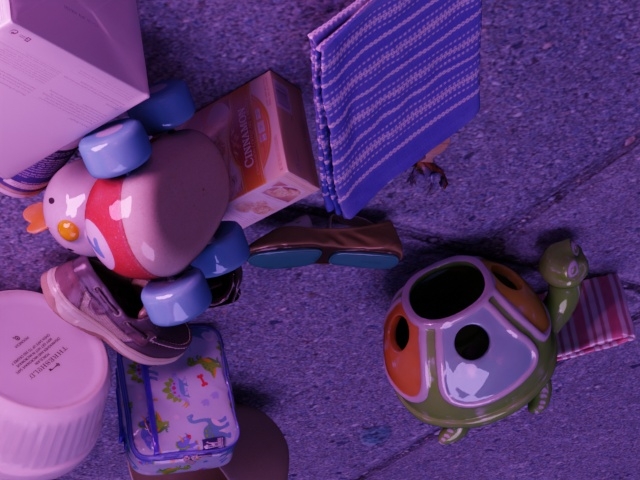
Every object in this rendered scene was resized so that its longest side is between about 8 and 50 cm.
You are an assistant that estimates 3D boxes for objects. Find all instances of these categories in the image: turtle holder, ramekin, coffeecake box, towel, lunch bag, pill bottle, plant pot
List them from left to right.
[{"bbox_3d":[-0.414,0.187,2.083,0.273,0.273,0.127,6,135,-29],"label":"ramekin"},{"bbox_3d":[-0.313,-0.127,1.697,0.094,0.094,0.169,9,147,-33],"label":"pill bottle"},{"bbox_3d":[-0.221,0.241,2.279,0.176,0.219,0.090,-4,151,-12],"label":"lunch bag"},{"bbox_3d":[-0.163,0.386,2.568,0.191,0.284,0.284,-34,170,-40],"label":"plant pot"},{"bbox_3d":[-0.103,-0.092,1.786,0.185,0.142,0.068,-27,148,27],"label":"coffeecake box"},{"bbox_3d":[0.095,-0.178,1.683,0.243,0.040,0.336,-37,154,-17],"label":"towel"},{"bbox_3d":[0.245,0.136,2.238,0.320,0.243,0.227,-9,136,15],"label":"turtle holder"},{"bbox_3d":[0.386,0.125,2.370,0.197,0.144,0.029,-16,131,9],"label":"towel"}]

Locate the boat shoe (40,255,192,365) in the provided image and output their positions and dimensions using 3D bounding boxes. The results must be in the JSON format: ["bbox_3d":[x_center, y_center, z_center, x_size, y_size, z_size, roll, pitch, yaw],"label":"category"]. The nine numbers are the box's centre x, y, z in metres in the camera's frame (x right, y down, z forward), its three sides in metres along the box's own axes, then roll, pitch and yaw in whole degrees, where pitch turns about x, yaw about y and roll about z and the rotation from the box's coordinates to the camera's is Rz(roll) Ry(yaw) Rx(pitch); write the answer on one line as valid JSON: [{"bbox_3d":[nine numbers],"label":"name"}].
[{"bbox_3d":[-0.266,0.095,2.120,0.092,0.103,0.285,-31,142,23],"label":"boat shoe"}]

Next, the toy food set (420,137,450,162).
[{"bbox_3d":[0.138,-0.146,1.897,0.078,0.019,0.122,8,141,-29],"label":"toy food set"}]

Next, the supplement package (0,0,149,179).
[{"bbox_3d":[-0.317,-0.193,1.514,0.203,0.149,0.194,-26,149,27],"label":"supplement package"}]

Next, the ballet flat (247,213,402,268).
[{"bbox_3d":[0.000,0.000,2.068,0.232,0.073,0.080,2,155,-23],"label":"ballet flat"}]

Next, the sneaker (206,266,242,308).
[{"bbox_3d":[-0.154,0.042,2.014,0.104,0.147,0.296,-12,153,-2],"label":"sneaker"}]

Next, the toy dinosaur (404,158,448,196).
[{"bbox_3d":[0.145,-0.090,1.992,0.082,0.047,0.090,-12,148,-40],"label":"toy dinosaur"}]

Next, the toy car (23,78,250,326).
[{"bbox_3d":[-0.237,-0.031,1.666,0.238,0.210,0.219,-9,114,27],"label":"toy car"}]
